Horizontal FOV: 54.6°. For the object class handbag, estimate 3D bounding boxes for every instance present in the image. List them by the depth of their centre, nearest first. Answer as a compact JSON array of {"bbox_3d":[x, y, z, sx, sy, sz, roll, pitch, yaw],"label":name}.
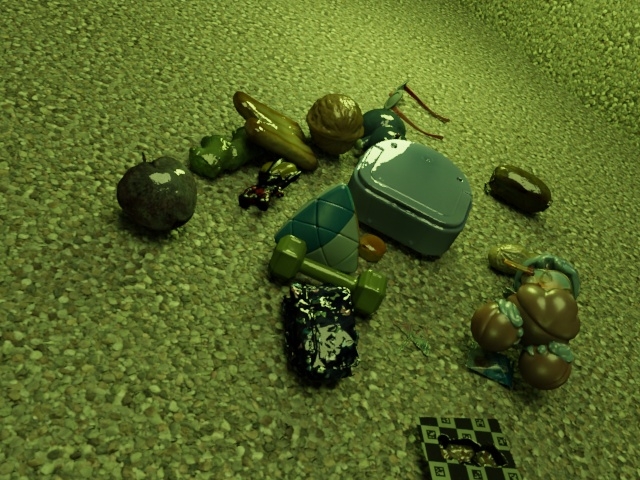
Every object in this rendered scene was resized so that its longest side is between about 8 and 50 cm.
[{"bbox_3d":[-0.002,0.207,1.432,0.161,0.113,0.260,5,47,-17],"label":"handbag"}]

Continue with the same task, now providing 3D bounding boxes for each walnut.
[{"bbox_3d":[0.051,-0.384,2.051,0.213,0.213,0.213,15,41,-13],"label":"walnut"}]

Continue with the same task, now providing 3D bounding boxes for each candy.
[{"bbox_3d":[0.443,0.321,1.615,0.136,0.038,0.088,26,50,-2],"label":"candy"}]

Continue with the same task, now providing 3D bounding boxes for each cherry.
[{"bbox_3d":[-0.397,-0.111,1.527,0.195,0.195,0.195,15,41,-13],"label":"cherry"}]

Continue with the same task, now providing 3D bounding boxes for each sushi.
[{"bbox_3d":[0.316,0.484,1.355,0.215,0.051,0.192,6,40,-16],"label":"sushi"}]

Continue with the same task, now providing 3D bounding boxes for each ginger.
[{"bbox_3d":[-0.274,-0.272,1.839,0.137,0.089,0.290,32,40,27],"label":"ginger"}]

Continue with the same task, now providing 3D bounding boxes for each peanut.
[{"bbox_3d":[0.630,0.066,1.948,0.214,0.099,0.090,18,14,-13],"label":"peanut"}]

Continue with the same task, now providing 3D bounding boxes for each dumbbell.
[{"bbox_3d":[0.019,0.090,1.578,0.301,0.108,0.121,23,47,-4],"label":"dumbbell"}]

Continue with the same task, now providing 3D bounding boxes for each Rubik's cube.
[{"bbox_3d":[0.000,0.000,1.669,0.254,0.254,0.255,15,41,-13],"label":"Rubik's cube"}]

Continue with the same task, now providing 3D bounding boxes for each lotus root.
[{"bbox_3d":[0.726,-0.188,2.256,0.241,0.124,0.123,31,50,6],"label":"lotus root"}]

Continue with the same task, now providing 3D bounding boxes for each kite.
[{"bbox_3d":[0.228,0.251,1.598,0.152,0.005,0.137,-21,56,-42],"label":"kite"}]

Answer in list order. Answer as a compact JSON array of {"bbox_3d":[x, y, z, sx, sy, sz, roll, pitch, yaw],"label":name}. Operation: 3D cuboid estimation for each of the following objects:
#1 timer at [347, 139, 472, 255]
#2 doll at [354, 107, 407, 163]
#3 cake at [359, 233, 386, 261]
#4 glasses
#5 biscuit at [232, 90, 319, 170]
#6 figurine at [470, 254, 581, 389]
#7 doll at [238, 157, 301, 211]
[{"bbox_3d":[0.281,-0.149,1.928,0.394,0.173,0.395,11,45,-11],"label":"timer"},{"bbox_3d":[0.216,-0.355,2.163,0.228,0.154,0.258,5,37,-18],"label":"doll"},{"bbox_3d":[0.147,0.020,1.778,0.084,0.044,0.084,17,39,-14],"label":"cake"},{"bbox_3d":[0.379,-0.505,2.489,0.268,0.118,0.234,43,36,-11],"label":"glasses"},{"bbox_3d":[-0.140,-0.337,1.938,0.290,0.062,0.237,22,31,-45],"label":"biscuit"},{"bbox_3d":[0.577,0.191,1.671,0.276,0.248,0.388,35,22,8],"label":"figurine"},{"bbox_3d":[-0.140,-0.171,1.799,0.127,0.088,0.249,33,43,8],"label":"doll"}]
